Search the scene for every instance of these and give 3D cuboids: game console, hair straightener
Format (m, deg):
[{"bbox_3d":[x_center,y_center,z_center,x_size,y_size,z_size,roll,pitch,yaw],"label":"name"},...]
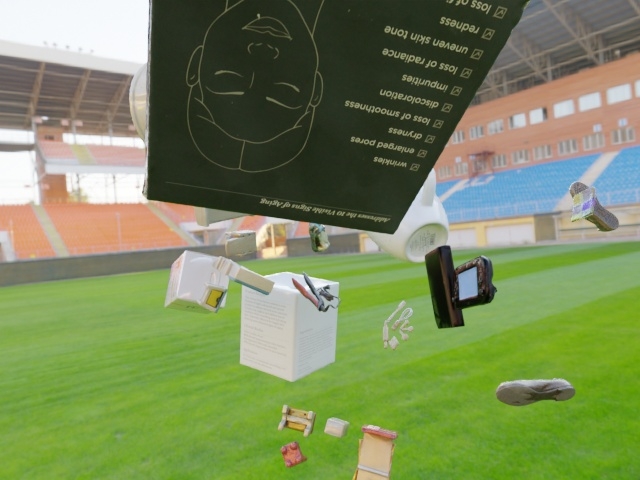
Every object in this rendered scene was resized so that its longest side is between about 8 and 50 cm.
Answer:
[{"bbox_3d":[0.338,0.104,1.151,0.043,0.213,0.361,-6,-12,-6],"label":"game console"},{"bbox_3d":[-0.005,0.151,1.416,0.089,0.047,0.230,-27,26,-17],"label":"hair straightener"}]

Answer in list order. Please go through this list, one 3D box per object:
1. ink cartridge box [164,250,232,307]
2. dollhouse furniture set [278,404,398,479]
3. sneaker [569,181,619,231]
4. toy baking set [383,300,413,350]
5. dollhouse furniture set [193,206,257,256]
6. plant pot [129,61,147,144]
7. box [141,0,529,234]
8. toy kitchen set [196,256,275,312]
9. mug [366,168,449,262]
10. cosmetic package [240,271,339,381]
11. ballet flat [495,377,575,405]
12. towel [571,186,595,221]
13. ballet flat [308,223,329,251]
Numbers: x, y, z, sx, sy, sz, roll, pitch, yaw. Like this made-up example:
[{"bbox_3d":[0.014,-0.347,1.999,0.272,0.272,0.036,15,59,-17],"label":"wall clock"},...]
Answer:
[{"bbox_3d":[-0.436,0.154,1.651,0.168,0.171,0.232,14,-21,-25],"label":"ink cartridge box"},{"bbox_3d":[0.049,0.662,1.465,0.373,0.202,0.152,9,-16,14],"label":"dollhouse furniture set"},{"bbox_3d":[0.820,-0.096,1.432,0.066,0.188,0.071,-41,-2,-16],"label":"sneaker"},{"bbox_3d":[0.399,0.444,2.406,0.196,0.256,0.030,-34,-56,31],"label":"toy baking set"},{"bbox_3d":[-0.387,-0.100,1.521,0.303,0.287,0.198,11,18,38],"label":"dollhouse furniture set"},{"bbox_3d":[-0.337,-0.409,1.407,0.305,0.334,0.333,-1,2,32],"label":"plant pot"},{"bbox_3d":[-0.023,-0.291,0.775,0.479,0.298,0.472,8,-45,-16],"label":"box"},{"bbox_3d":[-0.257,0.156,1.382,0.122,0.166,0.207,27,-6,-30],"label":"toy kitchen set"},{"bbox_3d":[0.293,-0.123,1.600,0.276,0.374,0.328,-5,36,-21],"label":"mug"},{"bbox_3d":[-0.141,0.378,2.143,0.329,0.394,0.327,8,8,36],"label":"cosmetic package"},{"bbox_3d":[0.637,0.445,1.398,0.249,0.084,0.058,-1,29,-7],"label":"ballet flat"},{"bbox_3d":[0.630,-0.086,1.120,0.009,0.083,0.060,29,-28,-13],"label":"towel"},{"bbox_3d":[0.000,0.000,1.620,0.070,0.070,0.188,-5,-29,10],"label":"ballet flat"}]
